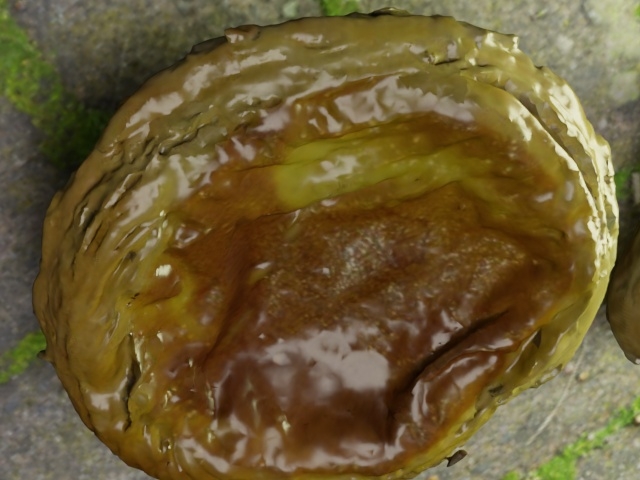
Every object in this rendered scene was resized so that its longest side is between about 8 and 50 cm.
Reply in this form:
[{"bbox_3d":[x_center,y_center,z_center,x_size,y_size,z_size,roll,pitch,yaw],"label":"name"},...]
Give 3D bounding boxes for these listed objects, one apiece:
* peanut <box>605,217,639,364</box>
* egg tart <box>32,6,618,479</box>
[{"bbox_3d":[0.252,-0.011,1.297,0.100,0.099,0.214,5,108,-23],"label":"peanut"},{"bbox_3d":[0.000,0.000,1.169,0.352,0.150,0.352,-8,123,-12],"label":"egg tart"}]
